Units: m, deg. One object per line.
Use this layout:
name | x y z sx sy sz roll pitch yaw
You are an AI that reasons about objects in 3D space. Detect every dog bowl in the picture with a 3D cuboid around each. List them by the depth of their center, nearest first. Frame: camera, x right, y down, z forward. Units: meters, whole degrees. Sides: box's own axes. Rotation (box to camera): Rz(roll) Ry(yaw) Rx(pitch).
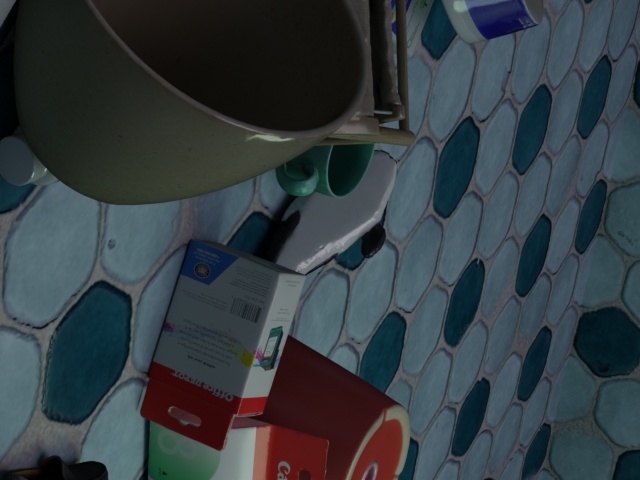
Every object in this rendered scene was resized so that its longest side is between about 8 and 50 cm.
dog bowl | 0.222 -0.410 2.110 0.265 0.104 0.264 -12 90 -72

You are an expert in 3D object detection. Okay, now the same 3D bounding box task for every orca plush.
orca plush | 0.000 0.000 2.100 0.287 0.151 0.102 -65 -174 -18

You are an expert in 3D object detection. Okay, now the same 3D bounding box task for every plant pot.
plant pot | -0.030 0.270 2.063 0.275 0.243 0.275 -44 145 -43

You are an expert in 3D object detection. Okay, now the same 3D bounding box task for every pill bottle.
pill bottle | -0.264 -0.092 1.525 0.120 0.067 0.067 -29 133 -55

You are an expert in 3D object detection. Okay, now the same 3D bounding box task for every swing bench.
swing bench | 0.001 -0.234 1.712 0.255 0.165 0.253 1 87 -75

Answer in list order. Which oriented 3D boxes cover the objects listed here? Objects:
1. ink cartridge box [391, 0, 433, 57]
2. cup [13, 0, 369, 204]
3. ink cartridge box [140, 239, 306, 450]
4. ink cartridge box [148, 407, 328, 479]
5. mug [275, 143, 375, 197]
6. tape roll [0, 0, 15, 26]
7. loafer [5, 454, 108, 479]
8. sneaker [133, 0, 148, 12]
ink cartridge box | 0.074 -0.372 2.018 0.165 0.065 0.333 -68 157 -5
cup | -0.156 -0.167 1.442 0.237 0.331 0.331 -42 176 38
ink cartridge box | -0.122 0.129 1.899 0.078 0.134 0.231 8 102 -65
ink cartridge box | -0.109 0.306 1.946 0.056 0.225 0.181 -45 146 -56
mug | -0.005 -0.128 1.994 0.158 0.097 0.129 -6 114 -62
tape roll | -0.349 -0.180 1.077 0.169 0.246 0.246 -63 154 -15
loafer | -0.296 0.273 1.740 0.170 0.062 0.061 -18 119 -61
sneaker | -0.144 -0.223 1.646 0.088 0.093 0.225 -66 154 -10
